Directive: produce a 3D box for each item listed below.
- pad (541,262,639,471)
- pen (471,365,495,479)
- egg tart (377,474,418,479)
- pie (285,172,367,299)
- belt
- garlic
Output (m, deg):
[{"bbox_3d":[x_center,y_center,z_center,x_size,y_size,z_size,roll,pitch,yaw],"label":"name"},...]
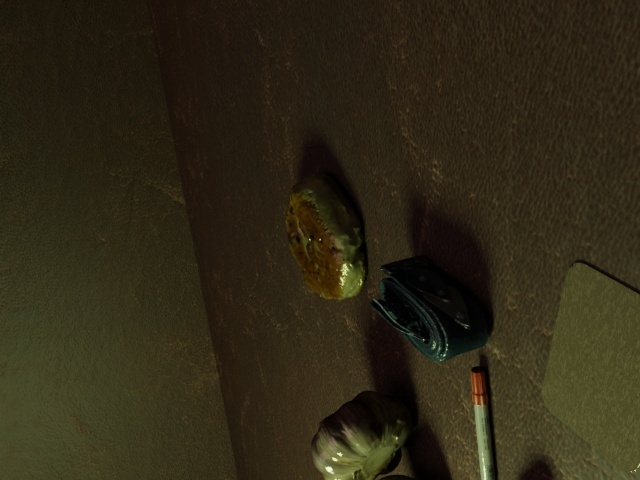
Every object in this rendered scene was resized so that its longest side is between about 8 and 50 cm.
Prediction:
[{"bbox_3d":[0.387,0.174,0.862,0.176,0.002,0.266,40,137,51],"label":"pad"},{"bbox_3d":[0.290,0.338,1.118,0.028,0.028,0.239,15,117,62],"label":"pen"},{"bbox_3d":[0.175,0.590,1.314,0.147,0.202,0.202,165,91,-77],"label":"egg tart"},{"bbox_3d":[0.000,0.000,1.478,0.315,0.092,0.315,42,140,49],"label":"pie"},{"bbox_3d":[0.183,0.130,1.113,0.218,0.128,0.122,42,139,52],"label":"belt"},{"bbox_3d":[0.084,0.425,1.366,0.160,0.245,0.245,41,138,46],"label":"garlic"}]
